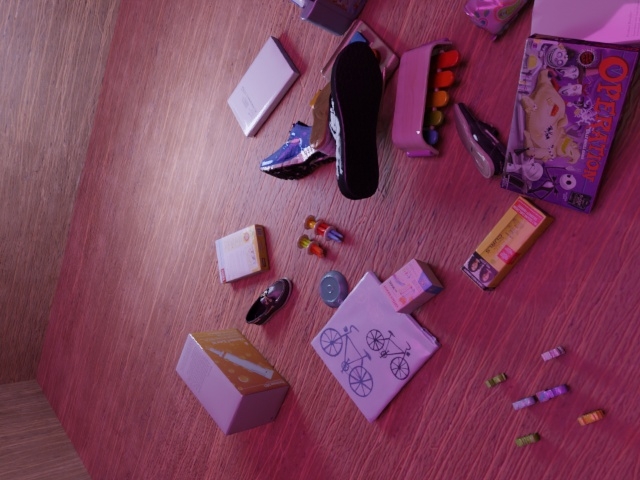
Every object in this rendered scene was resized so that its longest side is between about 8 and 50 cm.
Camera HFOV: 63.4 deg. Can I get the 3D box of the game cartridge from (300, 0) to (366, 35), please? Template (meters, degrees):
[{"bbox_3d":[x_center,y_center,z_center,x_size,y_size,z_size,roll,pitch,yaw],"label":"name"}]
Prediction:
[{"bbox_3d":[0.075,-0.766,1.529,0.062,0.198,0.297,47,119,34],"label":"game cartridge"}]

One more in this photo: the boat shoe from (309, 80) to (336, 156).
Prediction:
[{"bbox_3d":[0.036,-0.365,1.554,0.098,0.096,0.277,-21,49,45],"label":"boat shoe"}]

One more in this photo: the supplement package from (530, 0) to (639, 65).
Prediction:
[{"bbox_3d":[0.606,-0.457,1.050,0.293,0.175,0.177,10,97,42],"label":"supplement package"}]

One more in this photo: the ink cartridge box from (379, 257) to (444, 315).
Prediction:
[{"bbox_3d":[0.238,0.131,1.395,0.143,0.090,0.092,-42,61,19],"label":"ink cartridge box"}]

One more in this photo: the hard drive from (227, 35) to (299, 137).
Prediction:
[{"bbox_3d":[-0.215,-0.556,1.890,0.307,0.040,0.203,-45,60,31],"label":"hard drive"}]

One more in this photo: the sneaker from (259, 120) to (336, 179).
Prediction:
[{"bbox_3d":[-0.064,-0.302,1.701,0.330,0.130,0.147,-19,68,32],"label":"sneaker"}]

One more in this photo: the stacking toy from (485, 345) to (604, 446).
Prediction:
[{"bbox_3d":[0.503,0.362,1.188,0.221,0.052,0.167,-39,63,35],"label":"stacking toy"}]

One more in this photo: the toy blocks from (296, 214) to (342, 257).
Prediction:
[{"bbox_3d":[0.000,0.000,1.659,0.148,0.054,0.123,30,107,39],"label":"toy blocks"}]

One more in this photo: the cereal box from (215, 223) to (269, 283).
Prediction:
[{"bbox_3d":[-0.295,0.053,1.927,0.240,0.047,0.173,-19,75,41],"label":"cereal box"}]

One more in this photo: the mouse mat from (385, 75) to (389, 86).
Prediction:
[{"bbox_3d":[0.138,-0.466,1.589,0.153,0.007,0.189,28,105,39],"label":"mouse mat"}]

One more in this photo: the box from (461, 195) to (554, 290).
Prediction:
[{"bbox_3d":[0.448,0.011,1.250,0.087,0.058,0.232,51,119,32],"label":"box"}]

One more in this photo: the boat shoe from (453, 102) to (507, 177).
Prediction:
[{"bbox_3d":[0.404,-0.260,1.307,0.079,0.084,0.233,-22,61,0],"label":"boat shoe"}]

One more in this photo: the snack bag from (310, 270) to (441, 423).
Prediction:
[{"bbox_3d":[0.147,0.302,1.525,0.323,0.037,0.342,48,116,32],"label":"snack bag"}]

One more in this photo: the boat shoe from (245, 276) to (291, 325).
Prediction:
[{"bbox_3d":[-0.182,0.216,1.803,0.227,0.069,0.081,-53,56,27],"label":"boat shoe"}]

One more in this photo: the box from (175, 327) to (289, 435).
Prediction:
[{"bbox_3d":[-0.312,0.479,1.810,0.345,0.215,0.168,36,111,37],"label":"box"}]

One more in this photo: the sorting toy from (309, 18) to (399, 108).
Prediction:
[{"bbox_3d":[0.083,-0.502,1.607,0.307,0.041,0.229,-51,57,28],"label":"sorting toy"}]

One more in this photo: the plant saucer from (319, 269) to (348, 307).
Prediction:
[{"bbox_3d":[0.035,0.154,1.641,0.119,0.021,0.119,-2,87,42],"label":"plant saucer"}]

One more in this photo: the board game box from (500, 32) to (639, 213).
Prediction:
[{"bbox_3d":[0.510,-0.240,1.091,0.208,0.056,0.346,20,131,30],"label":"board game box"}]

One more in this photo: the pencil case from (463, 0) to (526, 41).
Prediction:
[{"bbox_3d":[0.473,-0.621,1.223,0.284,0.124,0.124,-47,59,31],"label":"pencil case"}]

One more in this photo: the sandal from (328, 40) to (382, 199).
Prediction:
[{"bbox_3d":[0.080,-0.336,1.459,0.107,0.168,0.445,0,87,54],"label":"sandal"}]

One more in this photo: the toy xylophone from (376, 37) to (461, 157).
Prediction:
[{"bbox_3d":[0.256,-0.392,1.421,0.236,0.081,0.322,26,108,55],"label":"toy xylophone"}]

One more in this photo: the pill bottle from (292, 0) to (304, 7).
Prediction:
[{"bbox_3d":[-0.037,-0.828,1.667,0.272,0.152,0.152,48,118,32],"label":"pill bottle"}]
